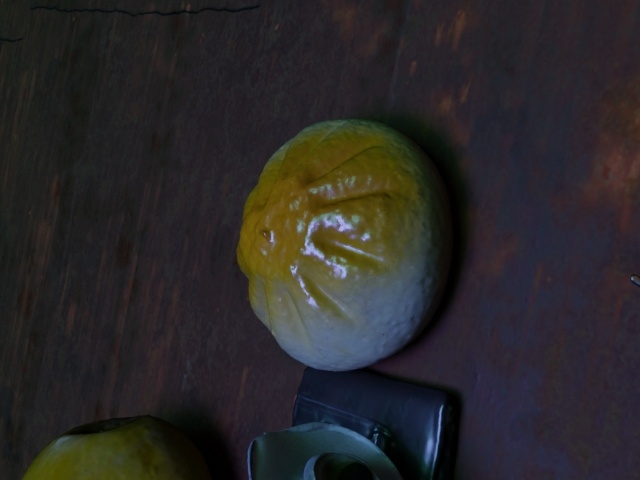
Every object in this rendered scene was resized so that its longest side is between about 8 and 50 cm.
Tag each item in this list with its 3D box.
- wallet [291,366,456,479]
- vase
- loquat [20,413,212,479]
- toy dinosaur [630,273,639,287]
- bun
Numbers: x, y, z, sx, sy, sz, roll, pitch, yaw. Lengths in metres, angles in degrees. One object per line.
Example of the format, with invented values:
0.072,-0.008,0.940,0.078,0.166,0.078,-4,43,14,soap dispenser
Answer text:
0.051,0.240,0.954,0.229,0.049,0.182,4,83,46,wallet
-0.062,0.399,0.888,0.250,0.249,0.446,52,128,39,vase
-0.277,0.374,1.128,0.274,0.274,0.275,-10,76,46,loquat
0.380,0.021,0.636,0.279,0.055,0.102,-12,84,44,toy dinosaur
0.000,0.000,0.965,0.298,0.164,0.299,-13,72,46,bun
